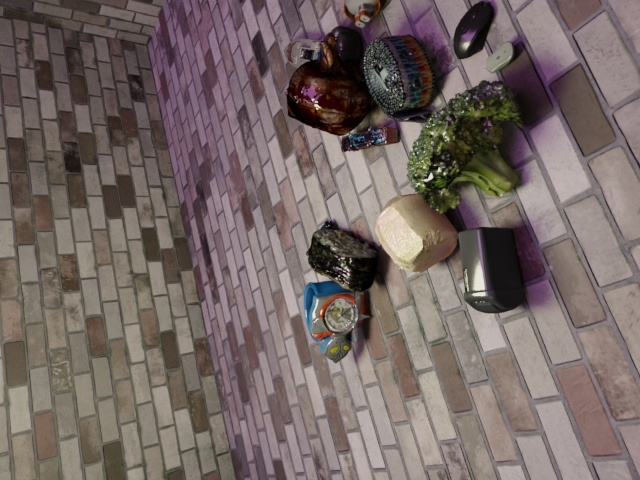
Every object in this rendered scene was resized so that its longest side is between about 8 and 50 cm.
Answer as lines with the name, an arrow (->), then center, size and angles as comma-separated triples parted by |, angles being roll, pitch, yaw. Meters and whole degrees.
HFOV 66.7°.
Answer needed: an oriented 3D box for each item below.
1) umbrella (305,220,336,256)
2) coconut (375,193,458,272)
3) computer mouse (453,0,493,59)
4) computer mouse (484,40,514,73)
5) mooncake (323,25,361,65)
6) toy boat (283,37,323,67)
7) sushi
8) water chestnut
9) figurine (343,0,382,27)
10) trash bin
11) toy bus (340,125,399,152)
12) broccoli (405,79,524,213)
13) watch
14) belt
umbrella -> -0.002, 0.005, 2.082 | 0.248, 0.071, 0.070 | -56, 50, 44
coconut -> 0.291, -0.037, 1.548 | 0.245, 0.233, 0.233 | 58, 135, 31
computer mouse -> 0.445, -0.624, 1.440 | 0.099, 0.057, 0.172 | 49, 126, 42
computer mouse -> 0.513, -0.517, 1.380 | 0.110, 0.032, 0.055 | -32, 66, 60
mooncake -> 0.077, -0.738, 1.887 | 0.175, 0.104, 0.168 | 58, 140, 38
toy boat -> -0.076, -0.801, 2.092 | 0.295, 0.088, 0.129 | 33, 118, 46
sushi -> 0.082, 0.074, 1.858 | 0.350, 0.211, 0.170 | 32, 122, 54
water chestnut -> 0.038, -0.560, 1.760 | 0.335, 0.336, 0.346 | 43, 130, 43
figurine -> 0.145, -0.896, 1.749 | 0.143, 0.144, 0.271 | -24, 74, 51
trash bin -> 0.476, 0.084, 1.355 | 0.101, 0.177, 0.236 | -18, 75, 54
toy bus -> 0.175, -0.368, 1.784 | 0.235, 0.097, 0.073 | 1, 95, 52
broccoli -> 0.391, -0.253, 1.366 | 0.277, 0.339, 0.317 | -141, 29, -78
watch -> 0.040, 0.315, 1.942 | 0.274, 0.242, 0.304 | -159, 68, -68
belt -> 0.269, -0.538, 1.593 | 0.206, 0.161, 0.294 | 106, 144, -53
